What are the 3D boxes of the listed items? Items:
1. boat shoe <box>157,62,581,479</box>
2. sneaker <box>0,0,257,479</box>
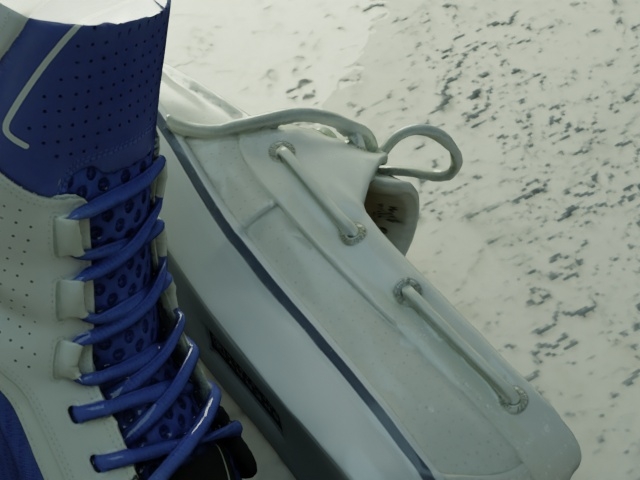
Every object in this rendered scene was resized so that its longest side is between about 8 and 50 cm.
[{"bbox_3d":[0.000,-0.004,0.745,0.156,0.136,0.367,-31,57,-16],"label":"boat shoe"},{"bbox_3d":[-0.097,0.042,0.653,0.182,0.315,0.127,35,35,16],"label":"sneaker"}]
